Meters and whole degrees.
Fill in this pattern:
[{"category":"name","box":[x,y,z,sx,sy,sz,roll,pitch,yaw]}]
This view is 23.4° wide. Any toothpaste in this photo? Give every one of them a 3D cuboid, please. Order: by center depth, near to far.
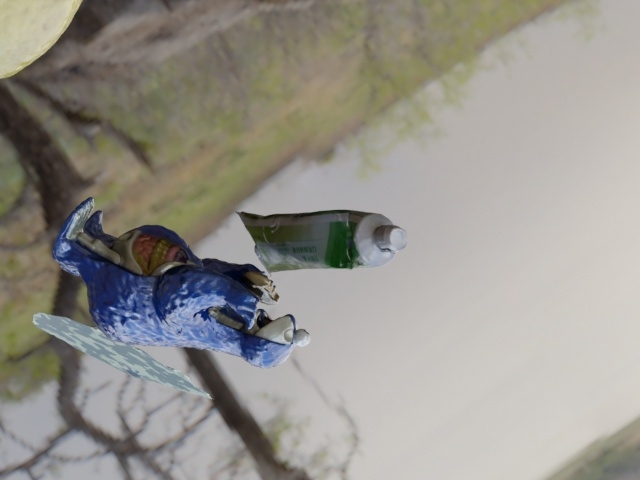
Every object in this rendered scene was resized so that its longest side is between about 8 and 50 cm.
[{"category":"toothpaste","box":[0.000,0.000,1.481,0.047,0.078,0.248,-38,-161,-30]}]

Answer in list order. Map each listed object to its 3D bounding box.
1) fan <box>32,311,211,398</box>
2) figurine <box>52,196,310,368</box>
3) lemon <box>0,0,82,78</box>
[{"category":"fan","box":[-0.218,0.118,1.633,0.009,0.240,0.131,-62,151,-17]},{"category":"figurine","box":[-0.140,0.058,1.483,0.120,0.262,0.164,-66,160,3]},{"category":"lemon","box":[-0.441,-0.372,1.866,0.387,0.350,0.350,-53,162,26]}]
